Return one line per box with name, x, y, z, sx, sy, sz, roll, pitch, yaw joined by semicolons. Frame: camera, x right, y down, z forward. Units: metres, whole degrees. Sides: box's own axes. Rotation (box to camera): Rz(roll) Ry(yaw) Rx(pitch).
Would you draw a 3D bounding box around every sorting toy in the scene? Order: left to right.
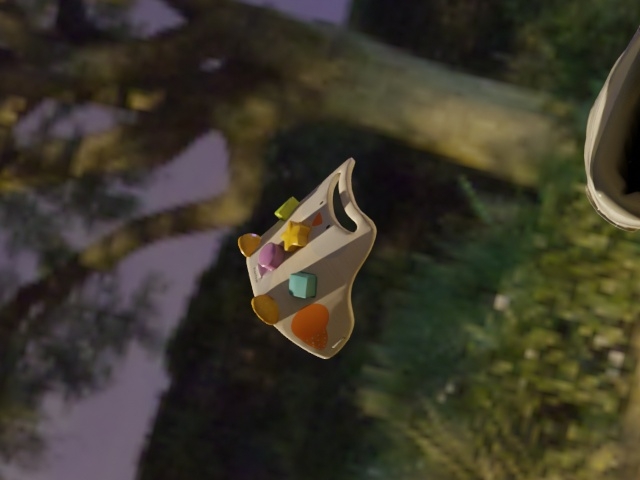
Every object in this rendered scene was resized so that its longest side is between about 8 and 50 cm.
sorting toy;0.000;0.000;0.914;0.075;0.045;0.083;-49;39;32

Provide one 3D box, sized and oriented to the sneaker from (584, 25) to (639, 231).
sneaker;0.236;-0.131;0.863;0.330;0.122;0.146;-58;-7;18
